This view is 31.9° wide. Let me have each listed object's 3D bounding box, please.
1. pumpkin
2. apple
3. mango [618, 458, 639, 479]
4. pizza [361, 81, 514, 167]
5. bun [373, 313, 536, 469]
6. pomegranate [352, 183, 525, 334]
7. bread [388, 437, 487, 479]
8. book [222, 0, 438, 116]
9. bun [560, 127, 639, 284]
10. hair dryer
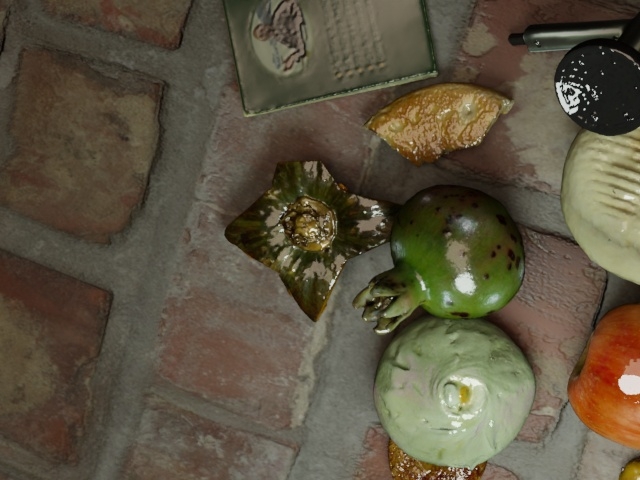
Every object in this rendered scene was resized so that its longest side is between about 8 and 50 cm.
[{"bbox_3d":[-0.004,-0.026,2.028,0.258,0.095,0.290,43,107,5],"label":"pumpkin"},{"bbox_3d":[0.542,0.229,1.823,0.241,0.242,0.242,25,100,11],"label":"apple"},{"bbox_3d":[0.560,0.431,1.920,0.080,0.060,0.114,-32,89,19],"label":"mango"},{"bbox_3d":[0.208,-0.211,1.974,0.271,0.056,0.134,-19,87,15],"label":"pizza"},{"bbox_3d":[0.219,0.249,1.916,0.283,0.179,0.283,-4,72,14],"label":"bun"},{"bbox_3d":[0.213,0.052,1.873,0.242,0.242,0.306,24,59,13],"label":"pomegranate"},{"bbox_3d":[0.210,0.384,2.016,0.193,0.064,0.193,0,90,17],"label":"bread"},{"bbox_3d":[0.013,-0.385,2.026,0.371,0.043,0.260,-10,89,15],"label":"book"},{"bbox_3d":[0.573,-0.070,1.803,0.361,0.213,0.361,-3,73,11],"label":"bun"},{"bbox_3d":[0.436,-0.287,1.818,0.284,0.320,0.155,-19,112,38],"label":"hair dryer"}]
